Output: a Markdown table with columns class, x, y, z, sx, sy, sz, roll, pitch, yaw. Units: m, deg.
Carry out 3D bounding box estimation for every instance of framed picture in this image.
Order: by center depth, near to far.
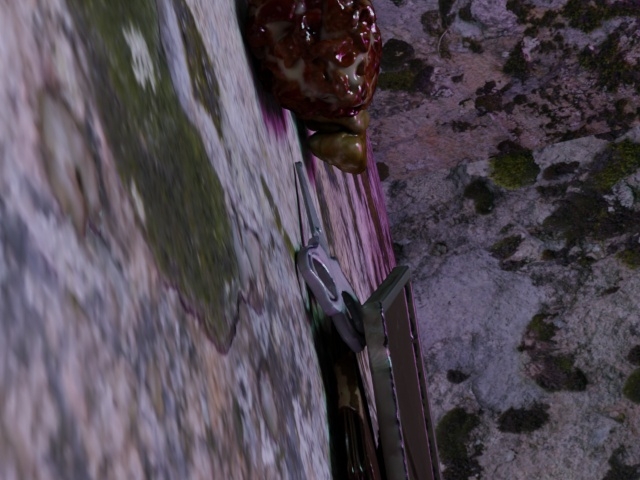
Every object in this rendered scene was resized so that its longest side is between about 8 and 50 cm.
| class | x | y | z | sx | sy | sz | roll | pitch | yaw |
| --- | --- | --- | --- | --- | --- | --- | --- | --- | --- |
| framed picture | 0.075 | 0.175 | 0.844 | 0.211 | 0.020 | 0.289 | -31 | 113 | -79 |

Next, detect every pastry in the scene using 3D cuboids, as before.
| class | x | y | z | sx | sy | sz | roll | pitch | yaw |
| --- | --- | --- | --- | --- | --- | --- | --- | --- | --- |
| pastry | -0.001 | -0.149 | 0.816 | 0.208 | 0.097 | 0.115 | -53 | 140 | -85 |

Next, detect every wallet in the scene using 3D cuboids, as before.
| class | x | y | z | sx | sy | sz | roll | pitch | yaw |
| --- | --- | --- | --- | --- | --- | --- | --- | --- | --- |
| wallet | 0.026 | 0.136 | 0.771 | 0.176 | 0.026 | 0.095 | -96 | 175 | -57 |

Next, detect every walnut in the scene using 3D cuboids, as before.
| class | x | y | z | sx | sy | sz | roll | pitch | yaw |
| --- | --- | --- | --- | --- | --- | --- | --- | --- | --- |
| walnut | 0.010 | -0.137 | 1.023 | 0.170 | 0.069 | 0.142 | -85 | 163 | -68 |

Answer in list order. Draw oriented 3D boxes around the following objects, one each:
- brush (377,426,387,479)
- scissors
| class | x | y | z | sx | sy | sz | roll | pitch | yaw |
| --- | --- | --- | --- | --- | --- | --- | --- | --- | --- |
| brush | 0.064 | 0.246 | 0.923 | 0.043 | 0.032 | 0.193 | 2 | 88 | -75 |
| scissors | 0.000 | 0.000 | 0.815 | 0.100 | 0.015 | 0.189 | 50 | 18 | -42 |
